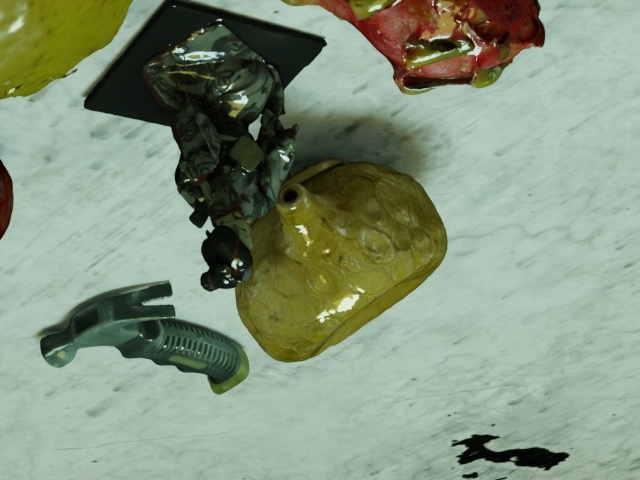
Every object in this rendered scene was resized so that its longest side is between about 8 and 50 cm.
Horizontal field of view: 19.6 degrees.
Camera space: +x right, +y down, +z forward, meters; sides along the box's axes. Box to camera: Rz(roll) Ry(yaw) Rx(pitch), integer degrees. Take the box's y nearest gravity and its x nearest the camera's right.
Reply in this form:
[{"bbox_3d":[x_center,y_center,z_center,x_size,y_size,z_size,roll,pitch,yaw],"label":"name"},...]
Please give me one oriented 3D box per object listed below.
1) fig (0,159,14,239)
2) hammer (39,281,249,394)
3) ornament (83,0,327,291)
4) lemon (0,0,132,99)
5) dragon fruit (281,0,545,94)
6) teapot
[{"bbox_3d":[-0.330,-0.025,1.562,0.128,0.150,0.128,13,128,17],"label":"fig"},{"bbox_3d":[-0.161,0.109,1.943,0.159,0.041,0.226,-28,146,33],"label":"hammer"},{"bbox_3d":[-0.076,-0.059,1.505,0.166,0.196,0.153,9,147,-33],"label":"ornament"},{"bbox_3d":[-0.235,-0.204,1.138,0.253,0.253,0.310,-28,160,29],"label":"lemon"},{"bbox_3d":[0.070,-0.186,1.402,0.208,0.133,0.150,7,124,2],"label":"dragon fruit"},{"bbox_3d":[0.000,0.000,1.693,0.203,0.167,0.311,-36,171,-1],"label":"teapot"}]
